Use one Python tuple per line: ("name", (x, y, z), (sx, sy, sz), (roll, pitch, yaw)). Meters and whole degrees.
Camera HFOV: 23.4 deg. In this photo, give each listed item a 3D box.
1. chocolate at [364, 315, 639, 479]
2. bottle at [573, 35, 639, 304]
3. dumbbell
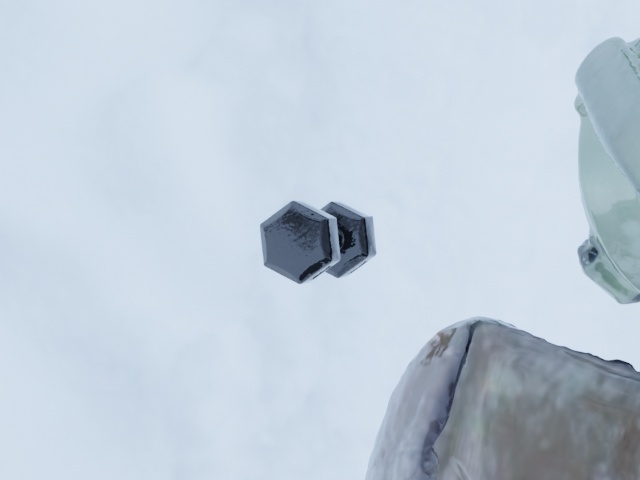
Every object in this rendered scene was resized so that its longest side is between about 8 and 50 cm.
("chocolate", (0.134, 0.154, 0.731), (0.303, 0.185, 0.100), (19, 163, -32))
("bottle", (0.260, -0.050, 0.776), (0.229, 0.229, 0.351), (23, 158, -28))
("dumbbell", (0.000, 0.000, 0.761), (0.040, 0.083, 0.036), (26, 99, 16))
